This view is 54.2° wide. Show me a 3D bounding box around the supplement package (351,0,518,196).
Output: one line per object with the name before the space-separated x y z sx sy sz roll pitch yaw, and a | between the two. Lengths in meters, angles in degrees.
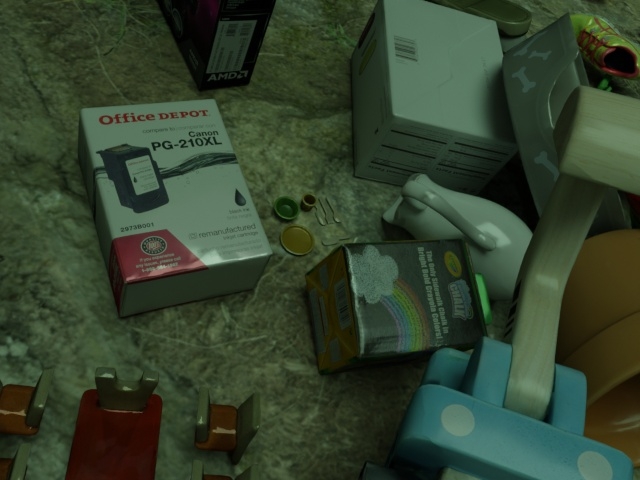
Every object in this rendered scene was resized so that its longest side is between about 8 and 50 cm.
supplement package | 0.166 -0.223 0.968 0.203 0.145 0.262 10 57 -15

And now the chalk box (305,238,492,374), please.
chalk box | 0.107 0.079 0.759 0.212 0.132 0.133 -1 72 -22

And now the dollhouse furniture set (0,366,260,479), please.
dollhouse furniture set | -0.199 0.256 0.576 0.261 0.135 0.259 10 46 -15

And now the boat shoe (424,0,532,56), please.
boat shoe | 0.237 -0.403 1.130 0.113 0.103 0.302 -25 50 -25

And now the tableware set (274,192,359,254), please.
tableware set | 0.000 0.000 0.845 0.104 0.024 0.154 -12 65 -26

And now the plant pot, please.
plant pot | 0.391 0.124 0.777 0.290 0.291 0.204 4 42 -18

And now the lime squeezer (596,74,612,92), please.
lime squeezer | 0.544 -0.241 1.174 0.109 0.059 0.311 15 55 -11

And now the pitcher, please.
pitcher | 0.190 -0.010 0.834 0.207 0.178 0.126 35 93 5

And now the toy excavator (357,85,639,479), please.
toy excavator | 0.177 0.137 0.587 0.222 0.433 0.445 17 51 9

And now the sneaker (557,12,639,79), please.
sneaker | 0.548 -0.378 1.220 0.208 0.082 0.094 35 41 19

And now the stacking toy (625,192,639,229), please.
stacking toy | 0.471 -0.050 0.836 0.330 0.141 0.141 33 42 -48

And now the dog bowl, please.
dog bowl | 0.358 -0.142 0.910 0.349 0.102 0.349 41 41 -50

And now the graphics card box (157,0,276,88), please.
graphics card box | -0.133 -0.416 0.838 0.094 0.371 0.233 -16 68 -28

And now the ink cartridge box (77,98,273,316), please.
ink cartridge box | -0.183 -0.048 0.759 0.171 0.100 0.237 -11 64 -26
